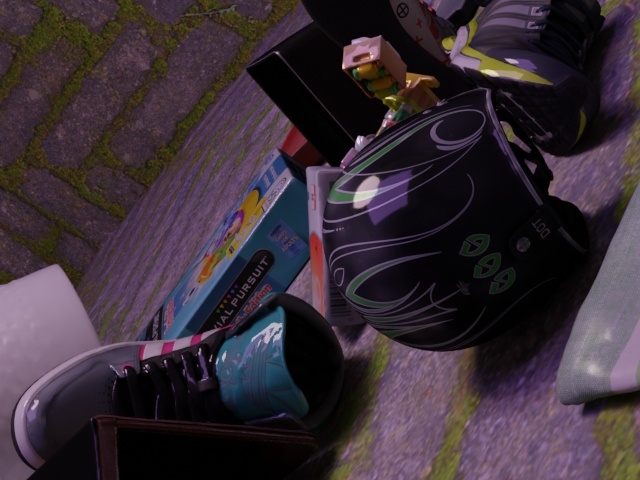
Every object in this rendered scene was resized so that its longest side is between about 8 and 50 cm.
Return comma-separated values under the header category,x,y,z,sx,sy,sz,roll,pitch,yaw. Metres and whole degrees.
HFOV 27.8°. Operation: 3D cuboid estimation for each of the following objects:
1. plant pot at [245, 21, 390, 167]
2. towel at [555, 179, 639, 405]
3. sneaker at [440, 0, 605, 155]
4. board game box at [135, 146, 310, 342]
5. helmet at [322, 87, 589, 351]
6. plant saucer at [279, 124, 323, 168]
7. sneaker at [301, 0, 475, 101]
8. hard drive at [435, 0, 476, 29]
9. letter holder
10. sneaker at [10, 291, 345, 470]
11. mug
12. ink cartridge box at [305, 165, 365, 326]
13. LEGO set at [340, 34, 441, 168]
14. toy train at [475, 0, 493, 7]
category,x,y,z,sx,sy,sz,roll,pitch,yaw
plant pot,0.051,-0.185,1.448,0.167,0.187,0.188,-43,10,-9
towel,0.250,-0.047,0.631,0.248,0.038,0.325,-61,14,-24
sneaker,0.177,-0.162,1.060,0.121,0.111,0.300,-48,15,12
board game box,-0.116,0.053,1.646,0.336,0.079,0.254,-53,12,6
helmet,0.081,-0.005,0.868,0.161,0.169,0.169,-33,19,18
plant saucer,0.038,-0.212,1.847,0.258,0.047,0.259,-40,20,49
sneaker,0.061,-0.227,1.291,0.090,0.270,0.145,-36,11,18
hard drive,0.176,-0.303,1.623,0.094,0.022,0.135,-39,20,52
letter holder,-0.141,0.272,1.063,0.302,0.214,0.152,-41,50,46
sneaker,-0.093,0.123,1.078,0.295,0.124,0.178,-13,-7,-39
mug,-0.438,0.215,1.651,0.328,0.276,0.374,-24,10,-15
ink cartridge box,0.000,0.000,1.250,0.179,0.045,0.145,-165,72,-75
LEGO set,0.068,-0.069,1.153,0.107,0.132,0.287,-63,-9,-11
toy train,0.177,-0.335,1.323,0.334,0.142,0.190,-121,46,-72
